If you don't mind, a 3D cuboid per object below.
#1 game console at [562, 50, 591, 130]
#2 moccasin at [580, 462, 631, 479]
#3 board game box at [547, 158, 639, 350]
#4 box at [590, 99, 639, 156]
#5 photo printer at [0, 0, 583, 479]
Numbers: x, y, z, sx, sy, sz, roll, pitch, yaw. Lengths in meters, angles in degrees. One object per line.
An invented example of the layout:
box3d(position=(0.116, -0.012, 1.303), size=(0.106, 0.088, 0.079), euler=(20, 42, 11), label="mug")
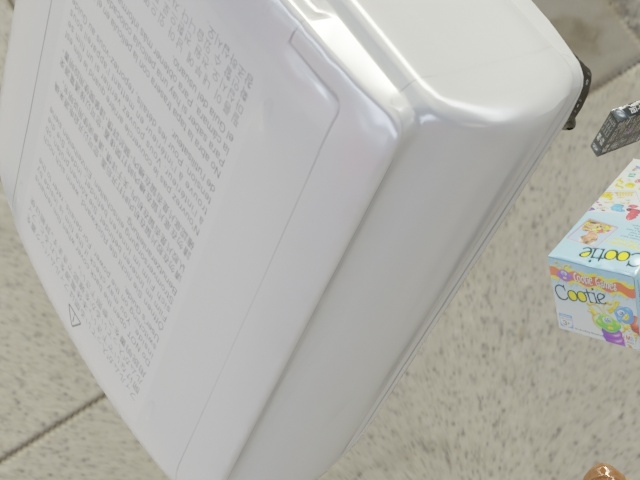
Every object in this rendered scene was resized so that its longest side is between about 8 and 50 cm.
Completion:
box3d(position=(0.108, -0.121, 0.883), size=(0.213, 0.361, 0.043), euler=(22, 95, 28), label="game console")
box3d(position=(0.440, 0.461, 1.794), size=(0.139, 0.380, 0.147), euler=(-13, 45, 20), label="moccasin")
box3d(position=(0.481, 0.016, 1.841), size=(0.144, 0.142, 0.275), euler=(15, 44, 38), label="board game box")
box3d(position=(0.379, -0.142, 1.510), size=(0.067, 0.083, 0.018), euler=(-21, 67, -17), label="box")
box3d(position=(-0.046, -0.036, 0.538), size=(0.107, 0.307, 0.256), euler=(-18, 59, -34), label="photo printer")
